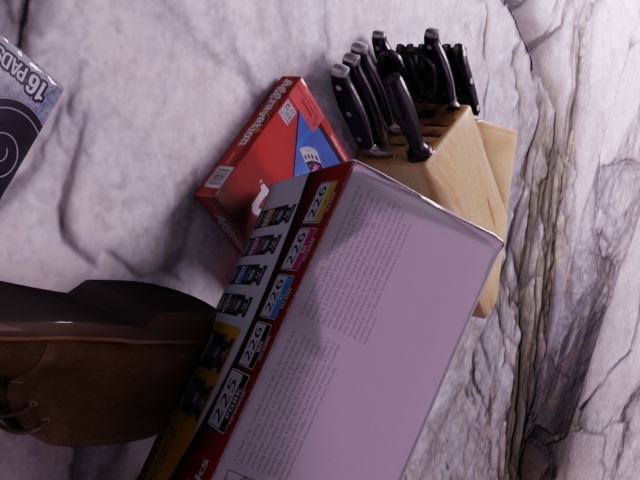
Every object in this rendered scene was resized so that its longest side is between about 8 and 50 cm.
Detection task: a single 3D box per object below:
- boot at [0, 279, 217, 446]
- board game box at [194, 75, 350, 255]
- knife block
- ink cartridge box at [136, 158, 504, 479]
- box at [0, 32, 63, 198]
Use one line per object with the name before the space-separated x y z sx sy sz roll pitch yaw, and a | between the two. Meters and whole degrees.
boot | -0.193 0.085 0.617 0.305 0.112 0.115 11 99 -53
board game box | 0.000 0.000 0.886 0.145 0.027 0.281 -57 135 -25
knife block | 0.095 -0.063 0.940 0.242 0.088 0.275 4 94 -50
ink cartridge box | -0.030 0.114 0.730 0.130 0.272 0.309 27 80 -16
box | -0.277 -0.087 0.429 0.247 0.163 0.142 43 63 -45
